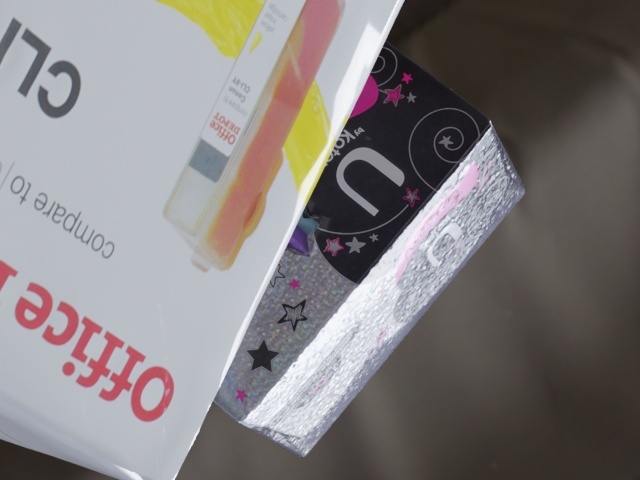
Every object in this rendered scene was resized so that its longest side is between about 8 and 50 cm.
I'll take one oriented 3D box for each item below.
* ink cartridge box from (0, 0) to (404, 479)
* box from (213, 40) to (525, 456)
[{"bbox_3d":[-0.107,-0.127,0.746,0.279,0.160,0.384,40,71,-50],"label":"ink cartridge box"},{"bbox_3d":[0.000,0.000,1.224,0.247,0.142,0.163,-51,160,-2],"label":"box"}]
